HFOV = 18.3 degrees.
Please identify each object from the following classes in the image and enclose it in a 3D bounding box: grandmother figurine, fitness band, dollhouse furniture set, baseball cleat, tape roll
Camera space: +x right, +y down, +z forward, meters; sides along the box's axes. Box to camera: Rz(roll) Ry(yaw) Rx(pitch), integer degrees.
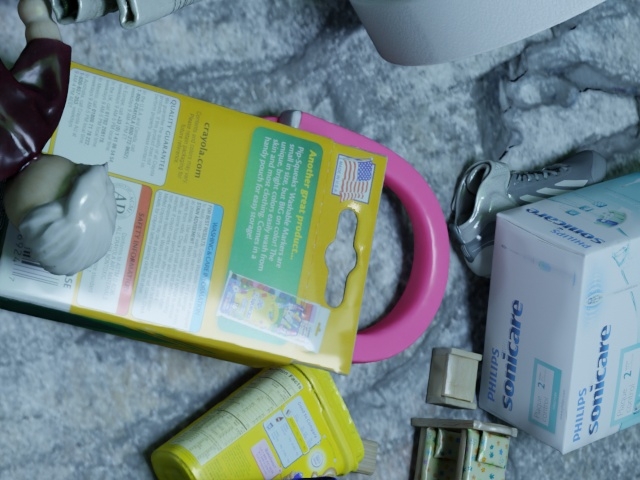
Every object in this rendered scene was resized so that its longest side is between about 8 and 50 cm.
[{"bbox_3d":[-0.278,-0.119,1.538,0.208,0.104,0.342,-41,95,-21],"label":"grandmother figurine"},{"bbox_3d":[0.000,0.000,1.837,0.291,0.054,0.209,21,75,-34],"label":"fitness band"},{"bbox_3d":[0.100,0.184,1.874,0.161,0.101,0.182,14,79,-37],"label":"dollhouse furniture set"},{"bbox_3d":[0.210,-0.053,1.994,0.206,0.072,0.109,-43,113,-33],"label":"baseball cleat"},{"bbox_3d":[0.208,-0.290,1.803,0.392,0.392,0.072,-43,112,-32],"label":"tape roll"}]

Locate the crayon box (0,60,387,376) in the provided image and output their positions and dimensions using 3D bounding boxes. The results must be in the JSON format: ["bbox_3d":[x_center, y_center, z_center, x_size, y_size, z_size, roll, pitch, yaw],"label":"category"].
[{"bbox_3d":[-0.117,-0.013,1.684,0.323,0.083,0.203,15,78,-23],"label":"crayon box"}]

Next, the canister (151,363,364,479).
[{"bbox_3d":[-0.056,0.192,1.769,0.170,0.073,0.126,-35,109,-33],"label":"canister"}]

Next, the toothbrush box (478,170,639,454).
[{"bbox_3d":[0.309,0.058,1.993,0.295,0.126,0.216,-14,119,-37],"label":"toothbrush box"}]

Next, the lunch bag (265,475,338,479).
[{"bbox_3d":[-0.090,0.316,1.652,0.293,0.138,0.221,-1,93,-27],"label":"lunch bag"}]

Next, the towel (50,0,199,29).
[{"bbox_3d":[-0.131,-0.347,1.646,0.324,0.056,0.312,-31,122,-58],"label":"towel"}]
